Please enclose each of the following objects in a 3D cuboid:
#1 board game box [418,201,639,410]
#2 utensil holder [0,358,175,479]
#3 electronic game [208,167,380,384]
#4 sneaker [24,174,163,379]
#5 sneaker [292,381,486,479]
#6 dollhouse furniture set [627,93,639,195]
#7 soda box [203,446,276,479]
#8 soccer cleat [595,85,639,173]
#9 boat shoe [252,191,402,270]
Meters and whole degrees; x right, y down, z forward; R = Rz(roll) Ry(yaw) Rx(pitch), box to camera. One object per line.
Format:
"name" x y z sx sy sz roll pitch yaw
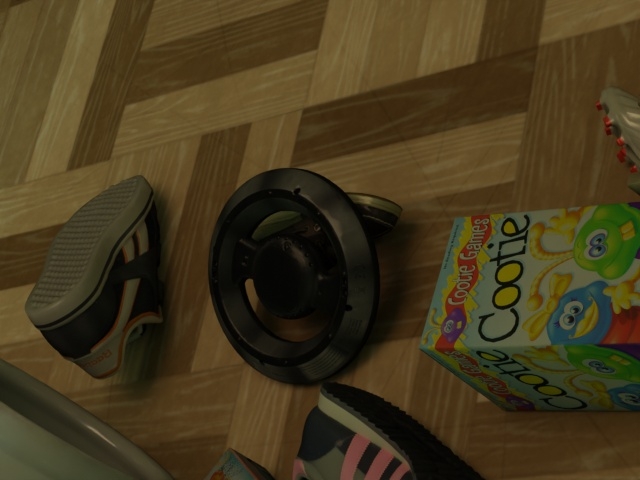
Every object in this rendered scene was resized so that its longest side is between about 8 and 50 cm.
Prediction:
"board game box" 0.249 0.062 1.736 0.275 0.142 0.144 -5 59 43
"utensil holder" -0.387 0.337 2.035 0.328 0.328 0.385 30 87 51
"electronic game" -0.031 0.038 2.039 0.229 0.048 0.229 4 96 39
"sneaker" -0.251 0.046 2.276 0.126 0.127 0.321 -24 23 24
"sneaker" 0.078 0.257 1.815 0.319 0.112 0.131 41 111 53
"dollhouse furniture set" 0.421 -0.190 1.742 0.201 0.152 0.374 -11 56 40
"soda box" -0.050 0.284 1.935 0.058 0.063 0.183 -51 40 3
"soccer cleat" 0.327 -0.090 1.839 0.076 0.068 0.196 -29 41 0
"boat shoe" -0.001 0.000 2.088 0.224 0.080 0.073 -10 63 46
